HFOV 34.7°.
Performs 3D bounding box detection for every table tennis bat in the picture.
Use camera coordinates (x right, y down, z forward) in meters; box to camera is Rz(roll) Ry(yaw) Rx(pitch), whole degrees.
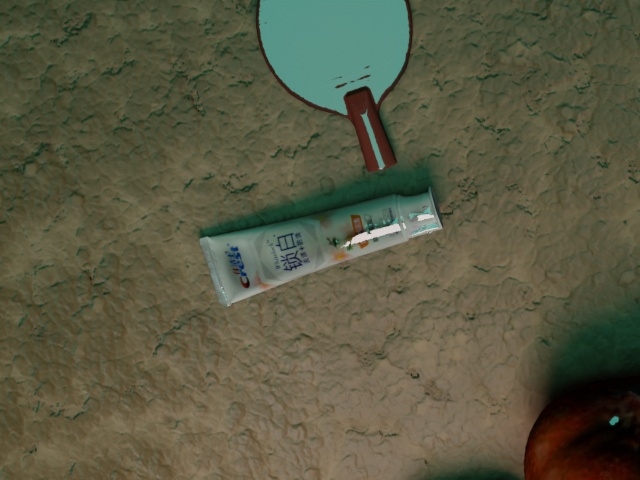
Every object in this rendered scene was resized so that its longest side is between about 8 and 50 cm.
[{"bbox_3d":[0.031,-0.239,1.326,0.200,0.038,0.310,-18,97,8],"label":"table tennis bat"}]

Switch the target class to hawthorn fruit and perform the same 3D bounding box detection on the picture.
[{"bbox_3d":[0.386,0.322,1.272,0.294,0.295,0.312,11,96,3],"label":"hawthorn fruit"}]

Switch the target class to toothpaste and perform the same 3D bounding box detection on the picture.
[{"bbox_3d":[0.000,0.000,1.362,0.323,0.066,0.100,-17,98,13],"label":"toothpaste"}]
